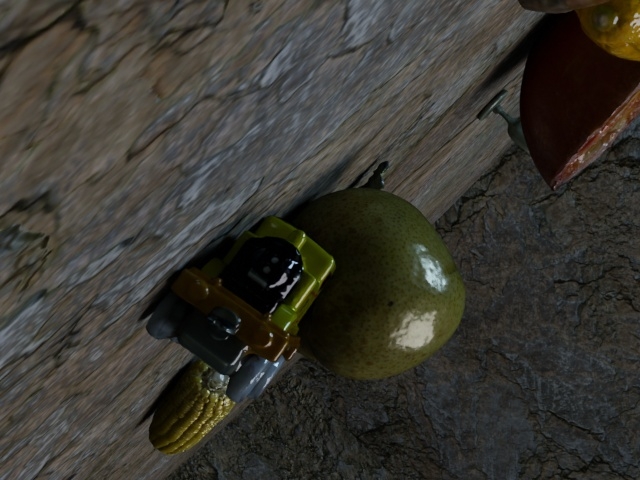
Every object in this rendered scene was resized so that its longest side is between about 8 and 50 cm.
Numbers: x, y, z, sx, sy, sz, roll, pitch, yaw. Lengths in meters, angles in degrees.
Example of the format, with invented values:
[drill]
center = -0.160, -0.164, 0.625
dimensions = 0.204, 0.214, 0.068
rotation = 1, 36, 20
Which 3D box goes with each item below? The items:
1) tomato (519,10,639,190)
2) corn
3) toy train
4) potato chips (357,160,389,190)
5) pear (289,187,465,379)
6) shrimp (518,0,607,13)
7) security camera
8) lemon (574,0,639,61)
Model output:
[tomato]
center = 0.343, -0.229, 1.415
dimensions = 0.338, 0.143, 0.338
rotation = -45, 171, -9
[corn]
center = -0.145, 0.190, 1.383
dimensions = 0.072, 0.072, 0.203
rotation = -40, 174, -37
[toy train]
center = -0.048, 0.043, 0.880
dimensions = 0.127, 0.089, 0.219
rotation = -54, 175, -3
[potato chips]
center = 0.001, 0.000, 1.209
dimensions = 0.092, 0.028, 0.207
rotation = -41, 176, -47
[pear]
center = 0.033, 0.038, 1.018
dimensions = 0.136, 0.167, 0.167
rotation = -8, 150, -41
[shrimp]
center = 0.243, -0.247, 0.891
dimensions = 0.168, 0.077, 0.317
rotation = -9, -153, 41
[security camera]
center = 0.264, -0.155, 1.659
dimensions = 0.058, 0.092, 0.058
rotation = -44, 177, -3
[lemon]
center = 0.283, -0.220, 1.033
dimensions = 0.187, 0.142, 0.142
rotation = -37, 171, -40
